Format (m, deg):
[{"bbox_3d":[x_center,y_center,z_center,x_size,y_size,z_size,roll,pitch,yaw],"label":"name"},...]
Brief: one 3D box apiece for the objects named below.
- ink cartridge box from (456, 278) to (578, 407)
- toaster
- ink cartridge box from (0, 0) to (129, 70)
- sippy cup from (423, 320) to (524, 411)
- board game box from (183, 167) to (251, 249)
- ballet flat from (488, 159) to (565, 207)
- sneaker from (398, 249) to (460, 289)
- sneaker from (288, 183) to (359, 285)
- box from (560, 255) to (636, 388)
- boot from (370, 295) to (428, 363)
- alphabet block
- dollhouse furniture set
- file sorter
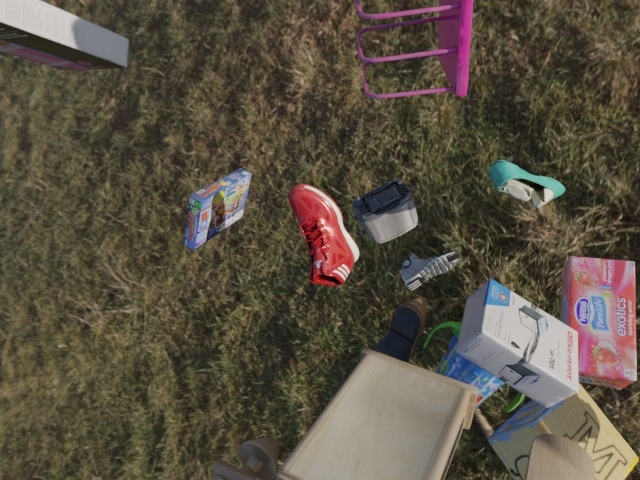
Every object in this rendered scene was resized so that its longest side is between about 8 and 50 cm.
[{"bbox_3d":[0.350,0.179,0.847,0.190,0.082,0.140,30,44,0],"label":"ink cartridge box"},{"bbox_3d":[0.222,-0.094,1.557,0.226,0.146,0.129,-27,44,2],"label":"toaster"},{"bbox_3d":[-0.511,-0.354,0.768,0.175,0.371,0.069,7,94,22],"label":"ink cartridge box"},{"bbox_3d":[0.494,0.424,1.573,0.224,0.240,0.305,-57,39,17],"label":"sippy cup"},{"bbox_3d":[-0.243,-0.078,1.146,0.035,0.201,0.136,27,124,13],"label":"board game box"},{"bbox_3d":[0.538,-0.129,1.240,0.083,0.247,0.087,-43,38,51],"label":"ballet flat"},{"bbox_3d":[0.387,0.073,1.757,0.228,0.086,0.132,-30,45,2],"label":"sneaker"},{"bbox_3d":[0.000,0.000,0.956,0.087,0.221,0.128,-23,29,34],"label":"sneaker"},{"bbox_3d":[0.699,0.205,1.219,0.154,0.142,0.300,6,68,21],"label":"box"},{"bbox_3d":[0.226,0.285,1.357,0.112,0.115,0.305,33,124,17],"label":"boot"},{"bbox_3d":[0.549,0.476,1.096,0.193,0.192,0.197,-22,67,-32],"label":"alphabet block"},{"bbox_3d":[0.063,0.311,0.455,0.303,0.174,0.356,15,119,26],"label":"dollhouse furniture set"},{"bbox_3d":[0.149,-0.416,0.818,0.182,0.291,0.202,-5,39,5],"label":"file sorter"}]
